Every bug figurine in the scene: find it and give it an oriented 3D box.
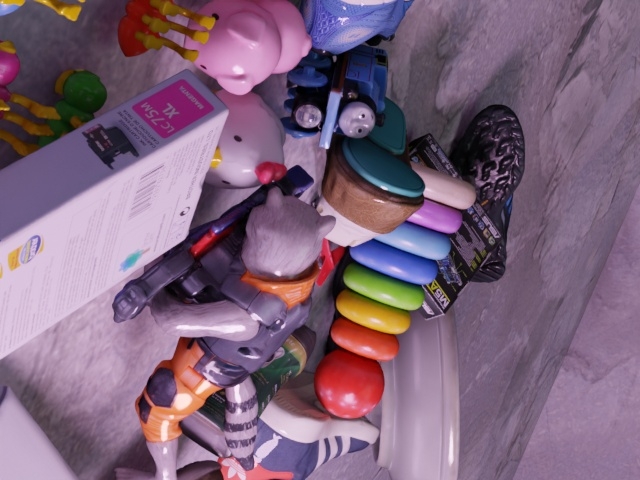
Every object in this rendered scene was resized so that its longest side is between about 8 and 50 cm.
[{"bbox_3d":[-0.193,-0.151,0.922,0.216,0.072,0.279,-63,162,8],"label":"bug figurine"}]

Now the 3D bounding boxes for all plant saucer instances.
[{"bbox_3d":[0.129,0.226,1.802,0.400,0.100,0.400,-179,-90,-88],"label":"plant saucer"}]

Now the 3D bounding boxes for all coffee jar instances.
[{"bbox_3d":[-0.087,0.155,1.404,0.184,0.096,0.079,-49,165,-33],"label":"coffee jar"}]

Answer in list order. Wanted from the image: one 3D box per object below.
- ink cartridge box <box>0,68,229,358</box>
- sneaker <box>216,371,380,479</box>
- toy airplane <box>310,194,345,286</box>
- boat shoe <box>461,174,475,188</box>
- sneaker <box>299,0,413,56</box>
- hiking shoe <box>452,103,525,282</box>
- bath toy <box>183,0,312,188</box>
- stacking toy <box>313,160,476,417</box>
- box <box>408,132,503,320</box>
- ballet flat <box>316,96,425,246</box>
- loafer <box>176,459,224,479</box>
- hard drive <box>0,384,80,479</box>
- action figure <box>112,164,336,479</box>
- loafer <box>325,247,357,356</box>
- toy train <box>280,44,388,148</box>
[{"bbox_3d":[-0.214,0.004,0.936,0.311,0.065,0.186,-38,165,-35],"label":"ink cartridge box"},{"bbox_3d":[-0.037,0.265,1.604,0.148,0.131,0.350,-55,156,5],"label":"sneaker"},{"bbox_3d":[0.000,0.000,1.527,0.151,0.028,0.151,-48,150,-39],"label":"toy airplane"},{"bbox_3d":[0.204,-0.004,1.862,0.070,0.078,0.219,-9,131,-10],"label":"boat shoe"},{"bbox_3d":[0.059,-0.298,1.286,0.330,0.130,0.147,-50,176,-47],"label":"sneaker"},{"bbox_3d":[0.255,-0.087,1.930,0.132,0.113,0.304,-79,175,-59],"label":"hiking shoe"},{"bbox_3d":[-0.059,-0.197,1.095,0.151,0.129,0.348,-3,119,-26],"label":"bath toy"},{"bbox_3d":[0.074,0.063,1.523,0.141,0.141,0.330,9,102,-66],"label":"stacking toy"},{"bbox_3d":[0.146,-0.021,1.655,0.190,0.045,0.184,52,53,-13],"label":"box"},{"bbox_3d":[0.041,-0.067,1.341,0.124,0.116,0.342,-57,-166,20],"label":"ballet flat"},{"bbox_3d":[-0.208,0.393,1.295,0.366,0.130,0.134,-48,174,-26],"label":"loafer"},{"bbox_3d":[-0.245,0.331,1.060,0.353,0.047,0.233,62,33,-32],"label":"hard drive"},{"bbox_3d":[-0.068,0.068,1.214,0.341,0.178,0.330,-43,166,-47],"label":"action figure"},{"bbox_3d":[0.059,0.094,1.678,0.076,0.078,0.223,-41,146,-45],"label":"loafer"},{"bbox_3d":[0.017,-0.156,1.269,0.184,0.105,0.080,-81,-178,-64],"label":"toy train"}]
